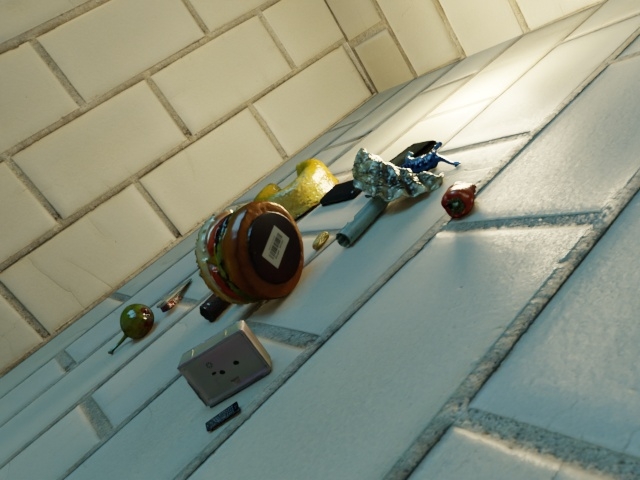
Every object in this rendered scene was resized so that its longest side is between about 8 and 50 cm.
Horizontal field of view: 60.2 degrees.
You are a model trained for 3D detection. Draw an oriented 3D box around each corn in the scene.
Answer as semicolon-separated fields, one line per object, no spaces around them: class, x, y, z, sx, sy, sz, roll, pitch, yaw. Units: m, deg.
corn;0.000;0.000;1.981;0.037;0.037;0.092;-18;25;40

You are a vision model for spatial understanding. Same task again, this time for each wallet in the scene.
wallet;0.316;-0.308;2.246;0.318;0.045;0.172;-38;21;-19
wallet;0.105;-0.214;2.373;0.149;0.044;0.250;-47;22;-29

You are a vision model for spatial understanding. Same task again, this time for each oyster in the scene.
oyster;0.243;-0.228;1.911;0.238;0.114;0.351;-18;40;-31

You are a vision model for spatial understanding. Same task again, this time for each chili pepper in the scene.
chili pepper;0.377;-0.105;1.521;0.086;0.084;0.192;-62;-5;36

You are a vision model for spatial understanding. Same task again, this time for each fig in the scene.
fig;-0.789;0.376;2.280;0.245;0.149;0.149;-49;13;14

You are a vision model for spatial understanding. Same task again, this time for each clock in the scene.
clock;-0.237;0.305;1.376;0.192;0.147;0.071;-32;17;5

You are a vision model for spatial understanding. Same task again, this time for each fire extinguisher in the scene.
fire extinguisher;-0.335;0.183;2.010;0.089;0.072;0.267;-6;31;44

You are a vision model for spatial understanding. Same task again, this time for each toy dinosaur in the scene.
toy dinosaur;0.379;-0.287;2.032;0.329;0.076;0.144;-6;37;37

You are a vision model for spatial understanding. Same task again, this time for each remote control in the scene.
remote control;-0.226;0.412;1.284;0.091;0.016;0.034;-34;33;-2

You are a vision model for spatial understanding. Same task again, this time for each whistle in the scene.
whistle;0.161;-0.089;1.893;0.062;0.062;0.312;-12;26;50

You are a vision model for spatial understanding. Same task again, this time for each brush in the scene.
brush;-0.636;0.242;2.452;0.060;0.050;0.321;-32;9;13

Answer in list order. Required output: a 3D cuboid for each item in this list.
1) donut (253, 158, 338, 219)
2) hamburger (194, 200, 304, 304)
donut;-0.129;-0.228;2.622;0.435;0.163;0.377;-32;18;1
hamburger;-0.229;0.045;1.782;0.250;0.330;0.330;-8;29;41
